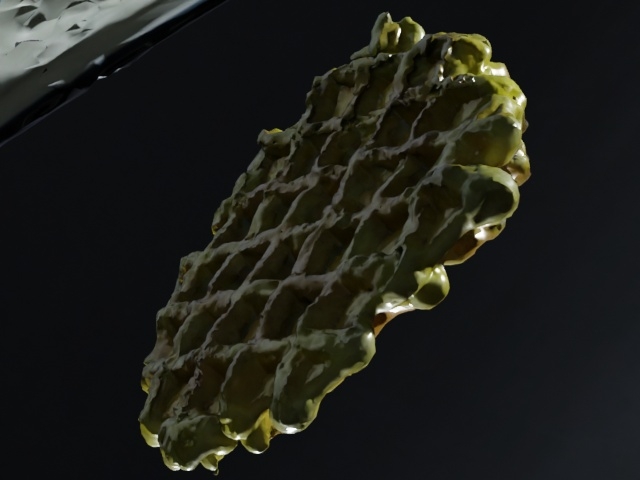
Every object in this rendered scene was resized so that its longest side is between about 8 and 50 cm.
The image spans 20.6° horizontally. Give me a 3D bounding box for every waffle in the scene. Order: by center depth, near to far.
[{"bbox_3d":[0.000,0.000,0.830,0.238,0.243,0.059,-40,113,16],"label":"waffle"}]

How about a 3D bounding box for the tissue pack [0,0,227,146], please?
[{"bbox_3d":[-0.157,-0.264,0.649,0.264,0.416,0.253,-29,144,8],"label":"tissue pack"}]
